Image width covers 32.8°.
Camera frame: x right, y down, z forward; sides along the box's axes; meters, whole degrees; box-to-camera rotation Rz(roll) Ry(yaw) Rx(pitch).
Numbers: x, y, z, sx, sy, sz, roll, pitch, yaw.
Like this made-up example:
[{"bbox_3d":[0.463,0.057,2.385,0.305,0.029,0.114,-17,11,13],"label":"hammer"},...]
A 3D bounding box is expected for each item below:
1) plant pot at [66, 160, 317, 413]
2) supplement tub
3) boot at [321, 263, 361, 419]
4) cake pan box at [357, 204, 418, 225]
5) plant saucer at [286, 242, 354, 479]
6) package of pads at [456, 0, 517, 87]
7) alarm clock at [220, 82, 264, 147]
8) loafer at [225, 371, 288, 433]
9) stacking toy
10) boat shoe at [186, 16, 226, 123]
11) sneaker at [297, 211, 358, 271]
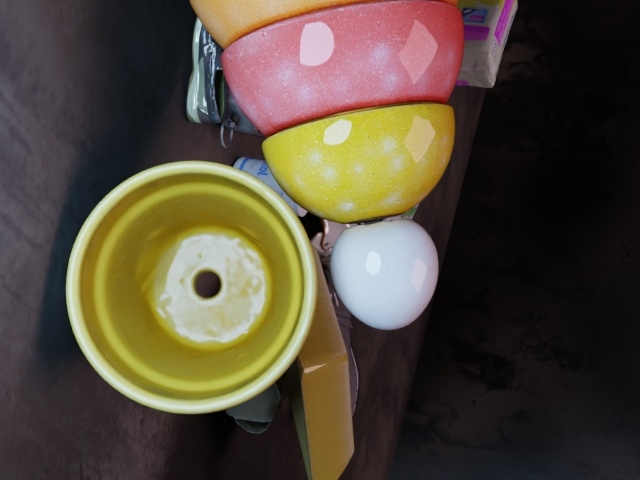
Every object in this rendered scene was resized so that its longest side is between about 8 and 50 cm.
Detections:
[{"bbox_3d":[-0.131,0.051,1.195,0.239,0.254,0.254,124,-22,-87],"label":"plant pot"},{"bbox_3d":[-0.069,-0.076,1.537,0.071,0.107,0.071,11,90,-75],"label":"supplement tub"},{"bbox_3d":[-0.011,0.203,1.988,0.223,0.118,0.338,-15,104,-70],"label":"boot"},{"bbox_3d":[0.095,-0.143,1.929,0.246,0.070,0.267,47,58,-34],"label":"cake pan box"},{"bbox_3d":[-0.015,0.174,1.676,0.332,0.081,0.332,-108,-171,-46],"label":"plant saucer"},{"bbox_3d":[0.173,-0.373,1.855,0.101,0.297,0.229,74,30,-48],"label":"package of pads"},{"bbox_3d":[-0.099,-0.192,1.433,0.129,0.064,0.192,85,19,-46],"label":"alarm clock"},{"bbox_3d":[-0.100,0.226,1.651,0.268,0.102,0.092,71,27,-63],"label":"loafer"},{"bbox_3d":[0.028,-0.140,1.174,0.350,0.351,0.479,1,81,-75],"label":"stacking toy"},{"bbox_3d":[-0.129,-0.217,1.330,0.056,0.049,0.152,-34,133,-69],"label":"boat shoe"},{"bbox_3d":[0.000,0.000,1.819,0.123,0.106,0.290,-59,134,-37],"label":"sneaker"}]
